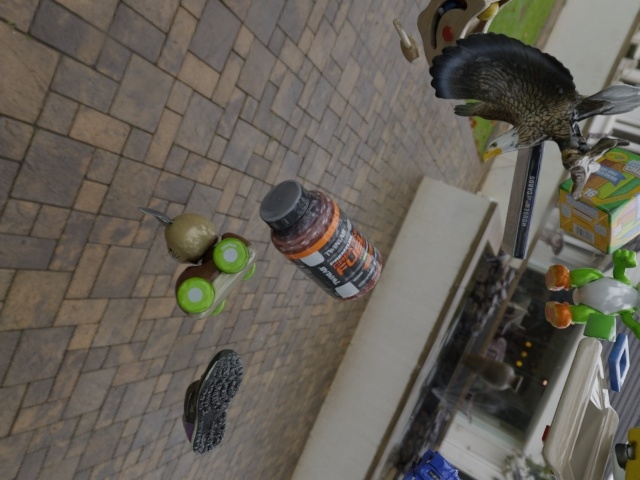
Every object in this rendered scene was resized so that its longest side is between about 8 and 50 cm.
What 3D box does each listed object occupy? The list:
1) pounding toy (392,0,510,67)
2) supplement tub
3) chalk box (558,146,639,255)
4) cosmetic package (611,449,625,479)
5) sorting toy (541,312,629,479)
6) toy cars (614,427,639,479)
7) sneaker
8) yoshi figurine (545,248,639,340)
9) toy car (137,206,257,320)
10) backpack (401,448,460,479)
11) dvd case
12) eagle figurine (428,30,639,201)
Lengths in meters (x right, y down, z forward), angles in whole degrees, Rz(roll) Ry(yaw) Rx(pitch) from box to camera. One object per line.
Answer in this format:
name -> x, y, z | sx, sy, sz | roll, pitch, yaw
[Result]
pounding toy -> 0.245, -0.401, 0.983 | 0.155, 0.154, 0.269 | -25, 176, -18
supplement tub -> 0.000, 0.000, 0.709 | 0.198, 0.106, 0.106 | 43, 71, -39
chalk box -> 0.634, -0.098, 1.046 | 0.213, 0.132, 0.132 | -34, 131, -7
cosmetic package -> 0.749, 0.609, 0.844 | 0.394, 0.329, 0.327 | 59, 34, -13
sorting toy -> 0.332, 0.250, 0.647 | 0.348, 0.047, 0.196 | -54, 128, -28
toy cars -> 0.438, 0.331, 0.502 | 0.176, 0.087, 0.394 | -27, -172, -1
sneaker -> -0.275, 0.358, 1.166 | 0.107, 0.124, 0.283 | 0, 117, -44
yoshi figurine -> 0.756, 0.141, 1.203 | 0.203, 0.362, 0.203 | -74, 162, -53
toy car -> -0.209, 0.017, 0.782 | 0.149, 0.188, 0.155 | -49, 176, -10
backpack -> 0.221, 0.508, 1.035 | 0.120, 0.098, 0.101 | -28, 141, -36
dvd case -> 0.418, -0.088, 1.029 | 0.179, 0.029, 0.239 | -19, 117, -76
eagle figurine -> 0.347, -0.220, 0.841 | 0.225, 0.298, 0.226 | -19, 150, -22
